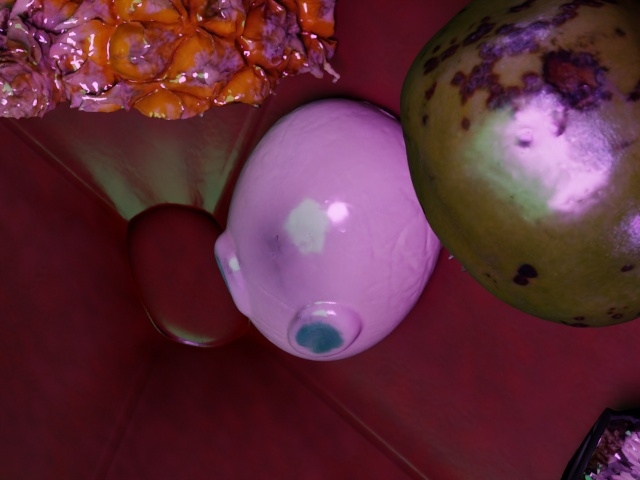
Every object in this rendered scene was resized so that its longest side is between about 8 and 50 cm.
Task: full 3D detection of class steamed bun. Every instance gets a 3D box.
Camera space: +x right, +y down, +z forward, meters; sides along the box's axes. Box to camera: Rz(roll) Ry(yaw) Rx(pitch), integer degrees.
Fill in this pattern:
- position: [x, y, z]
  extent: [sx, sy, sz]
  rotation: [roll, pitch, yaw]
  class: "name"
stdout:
- position: [0.000, 0.000, 1.598]
  extent: [0.177, 0.130, 0.228]
  rotation: [35, 126, 20]
  class: "steamed bun"

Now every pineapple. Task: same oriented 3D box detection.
- position: [-0.182, -0.225, 1.533]
  extent: [0.344, 0.286, 0.209]
  rotation: [19, 121, 30]
  class: "pineapple"

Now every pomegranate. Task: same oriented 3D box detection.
- position: [0.183, -0.073, 1.353]
  extent: [0.270, 0.254, 0.254]
  rotation: [-43, 81, 28]
  class: "pomegranate"

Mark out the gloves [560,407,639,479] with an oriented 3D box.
- position: [0.314, 0.246, 1.458]
  extent: [0.312, 0.135, 0.210]
  rotation: [46, 132, 12]
  class: "gloves"
